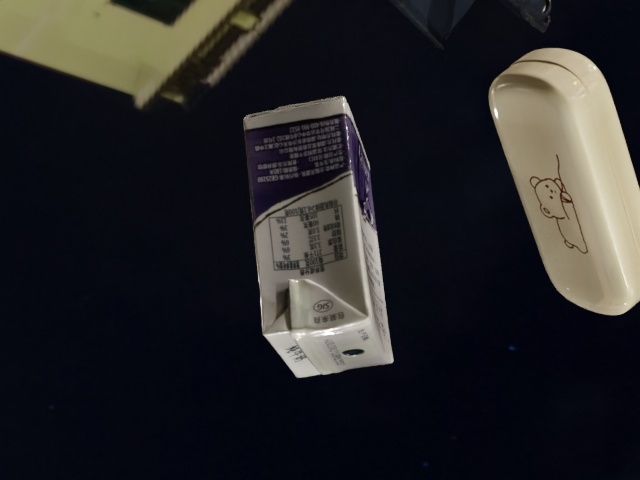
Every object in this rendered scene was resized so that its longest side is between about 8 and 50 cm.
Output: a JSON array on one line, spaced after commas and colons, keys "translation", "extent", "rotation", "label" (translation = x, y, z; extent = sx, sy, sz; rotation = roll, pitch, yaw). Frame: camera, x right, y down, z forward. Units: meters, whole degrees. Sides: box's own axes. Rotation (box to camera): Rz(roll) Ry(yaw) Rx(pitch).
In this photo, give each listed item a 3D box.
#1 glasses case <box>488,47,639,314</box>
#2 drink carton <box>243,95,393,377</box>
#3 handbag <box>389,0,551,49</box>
[{"translation": [0.178, -0.038, 0.790], "extent": [0.083, 0.050, 0.196], "rotation": [12, -48, 53], "label": "glasses case"}, {"translation": [0.000, 0.001, 1.038], "extent": [0.102, 0.134, 0.222], "rotation": [-10, -115, 6], "label": "drink carton"}, {"translation": [0.057, -0.280, 0.737], "extent": [0.118, 0.325, 0.269], "rotation": [-10, -96, 17], "label": "handbag"}]
